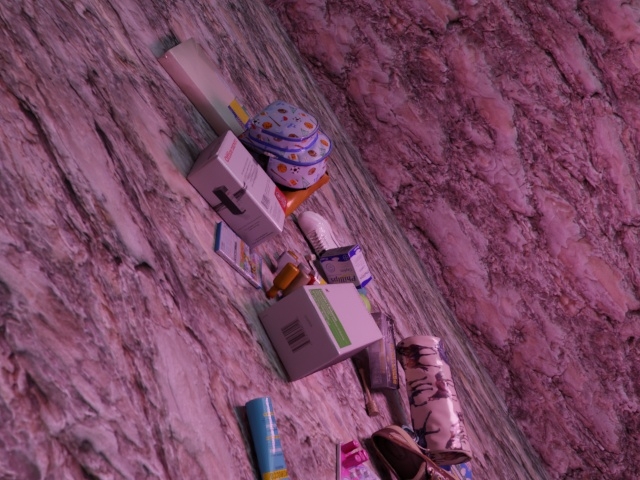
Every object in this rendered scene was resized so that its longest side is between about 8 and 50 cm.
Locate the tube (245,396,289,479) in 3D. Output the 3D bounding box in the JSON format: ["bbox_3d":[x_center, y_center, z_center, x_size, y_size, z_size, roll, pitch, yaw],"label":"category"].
[{"bbox_3d":[-0.101,0.413,1.109,0.080,0.052,0.206,14,52,-50],"label":"tube"}]

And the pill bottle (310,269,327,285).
[{"bbox_3d":[-0.006,0.151,1.743,0.116,0.065,0.065,50,20,-25],"label":"pill bottle"}]

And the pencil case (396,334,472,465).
[{"bbox_3d":[0.345,0.504,1.810,0.160,0.184,0.409,52,25,-52],"label":"pencil case"}]

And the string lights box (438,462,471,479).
[{"bbox_3d":[0.432,0.773,1.874,0.133,0.077,0.260,57,18,-1],"label":"string lights box"}]

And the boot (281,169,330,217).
[{"bbox_3d":[-0.076,-0.163,1.830,0.104,0.211,0.295,55,18,-10],"label":"boot"}]

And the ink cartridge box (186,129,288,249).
[{"bbox_3d":[-0.221,-0.142,1.568,0.272,0.114,0.197,51,20,-24],"label":"ink cartridge box"}]

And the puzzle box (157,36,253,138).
[{"bbox_3d":[-0.343,-0.463,1.870,0.408,0.052,0.272,52,19,-20],"label":"puzzle box"}]

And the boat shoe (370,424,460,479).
[{"bbox_3d":[0.263,0.624,1.482,0.342,0.123,0.123,44,8,29],"label":"boat shoe"}]

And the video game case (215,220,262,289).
[{"bbox_3d":[-0.209,0.038,1.471,0.166,0.015,0.119,46,21,-32],"label":"video game case"}]

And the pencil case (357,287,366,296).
[{"bbox_3d":[0.118,0.197,1.997,0.070,0.064,0.152,44,17,8],"label":"pencil case"}]

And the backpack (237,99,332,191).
[{"bbox_3d":[-0.099,-0.285,1.733,0.264,0.213,0.276,30,49,5],"label":"backpack"}]

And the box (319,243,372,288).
[{"bbox_3d":[0.084,0.094,1.909,0.072,0.126,0.137,-42,114,-47],"label":"box"}]

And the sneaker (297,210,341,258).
[{"bbox_3d":[0.000,0.000,1.984,0.235,0.090,0.094,51,29,-18],"label":"sneaker"}]

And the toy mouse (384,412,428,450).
[{"bbox_3d":[0.246,0.596,1.657,0.143,0.031,0.161,21,32,-9],"label":"toy mouse"}]

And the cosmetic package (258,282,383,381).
[{"bbox_3d":[0.013,0.232,1.520,0.196,0.155,0.366,60,19,13],"label":"cosmetic package"}]

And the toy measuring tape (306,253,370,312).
[{"bbox_3d":[0.075,0.168,1.852,0.329,0.121,0.121,62,18,10],"label":"toy measuring tape"}]

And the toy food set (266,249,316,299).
[{"bbox_3d":[-0.089,0.109,1.598,0.111,0.104,0.232,40,4,-12],"label":"toy food set"}]

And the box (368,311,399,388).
[{"bbox_3d":[0.200,0.355,1.810,0.183,0.056,0.230,42,42,-65],"label":"box"}]

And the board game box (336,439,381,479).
[{"bbox_3d":[0.167,0.717,1.308,0.390,0.050,0.390,50,19,-23],"label":"board game box"}]

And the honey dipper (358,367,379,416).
[{"bbox_3d":[0.141,0.453,1.708,0.030,0.031,0.160,44,19,-38],"label":"honey dipper"}]
